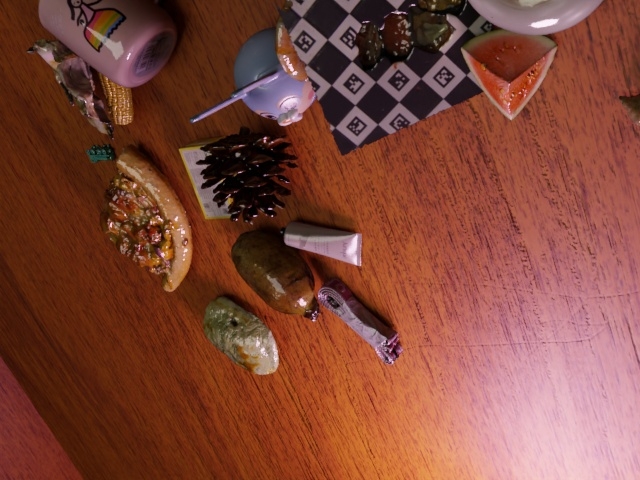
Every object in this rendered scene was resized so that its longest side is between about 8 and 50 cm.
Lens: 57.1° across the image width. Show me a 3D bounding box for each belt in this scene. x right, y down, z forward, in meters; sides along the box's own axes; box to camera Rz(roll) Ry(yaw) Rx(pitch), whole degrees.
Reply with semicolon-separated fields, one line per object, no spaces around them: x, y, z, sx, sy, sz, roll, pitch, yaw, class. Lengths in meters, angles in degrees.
0.091;0.176;1.305;0.232;0.053;0.071;43;133;4;belt

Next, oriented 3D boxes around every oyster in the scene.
-0.547;-0.370;1.323;0.354;0.107;0.201;44;167;29;oyster

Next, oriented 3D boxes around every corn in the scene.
-0.467;-0.361;1.336;0.067;0.067;0.206;18;128;25;corn

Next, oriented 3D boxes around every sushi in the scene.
0.113;-0.305;0.910;0.290;0.050;0.264;-21;119;13;sushi

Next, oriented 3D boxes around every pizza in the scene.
-0.455;-0.051;1.512;0.278;0.114;0.408;10;122;24;pizza

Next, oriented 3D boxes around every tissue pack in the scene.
-0.236;-0.139;1.322;0.095;0.062;0.176;-1;117;34;tissue pack

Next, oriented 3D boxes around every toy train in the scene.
-0.571;-0.224;1.530;0.092;0.029;0.045;5;129;32;toy train

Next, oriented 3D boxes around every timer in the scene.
-0.088;-0.258;1.020;0.175;0.255;0.175;12;144;9;timer

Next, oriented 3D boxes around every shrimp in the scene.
0.019;-0.395;0.942;0.058;0.169;0.296;27;97;32;shrimp

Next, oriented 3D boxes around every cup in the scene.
-0.388;-0.450;1.161;0.200;0.191;0.253;41;101;1;cup

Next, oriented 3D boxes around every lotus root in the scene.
-0.094;0.081;1.320;0.260;0.128;0.145;45;155;15;lotus root

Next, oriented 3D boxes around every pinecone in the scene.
-0.140;-0.128;1.167;0.208;0.208;0.207;18;128;25;pinecone

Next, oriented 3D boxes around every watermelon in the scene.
0.264;-0.247;0.861;0.135;0.094;0.125;23;129;-3;watermelon

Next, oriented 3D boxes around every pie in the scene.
-0.210;0.265;1.554;0.248;0.090;0.201;28;134;22;pie

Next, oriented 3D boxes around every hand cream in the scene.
0.000;0.000;1.259;0.186;0.054;0.087;14;129;20;hand cream

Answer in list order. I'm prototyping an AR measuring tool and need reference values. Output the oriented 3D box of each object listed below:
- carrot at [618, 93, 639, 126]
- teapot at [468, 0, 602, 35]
0.556;-0.112;0.776;0.342;0.070;0.070;30;132;18;carrot
0.326;-0.342;0.724;0.318;0.149;0.220;37;125;11;teapot
